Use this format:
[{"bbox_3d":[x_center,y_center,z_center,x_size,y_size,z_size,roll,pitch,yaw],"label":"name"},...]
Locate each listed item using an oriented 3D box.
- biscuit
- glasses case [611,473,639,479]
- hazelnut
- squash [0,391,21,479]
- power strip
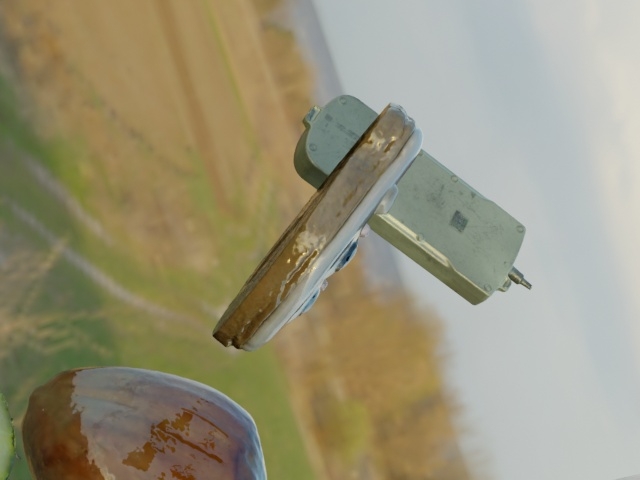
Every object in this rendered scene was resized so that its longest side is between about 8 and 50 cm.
[{"bbox_3d":[0.000,0.000,1.351,0.049,0.208,0.181,36,-35,-3],"label":"biscuit"},{"bbox_3d":[0.313,0.236,1.599,0.297,0.113,0.075,1,99,-48],"label":"glasses case"},{"bbox_3d":[-0.139,0.184,1.533,0.210,0.186,0.210,168,-90,-86],"label":"hazelnut"},{"bbox_3d":[-0.328,0.144,1.430,0.287,0.137,0.137,-14,-84,58],"label":"squash"},{"bbox_3d":[0.076,-0.028,1.496,0.227,0.080,0.029,37,-33,-7],"label":"power strip"}]
